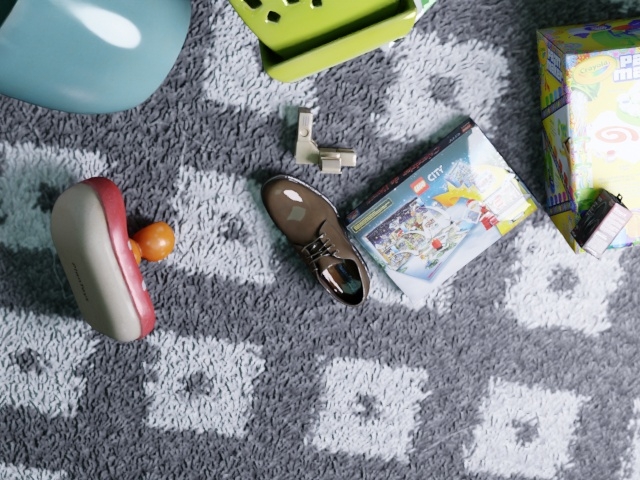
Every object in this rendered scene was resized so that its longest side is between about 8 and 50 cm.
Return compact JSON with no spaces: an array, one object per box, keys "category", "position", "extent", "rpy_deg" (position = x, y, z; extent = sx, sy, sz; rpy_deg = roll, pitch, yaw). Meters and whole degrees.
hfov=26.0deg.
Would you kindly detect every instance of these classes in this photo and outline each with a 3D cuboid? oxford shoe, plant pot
[{"category":"oxford shoe","position":[0.000,0.000,1.948],"extent":[0.083,0.096,0.227],"rpy_deg":[-38,107,10]},{"category":"plant pot","position":[-0.009,-0.331,1.675],"extent":[0.227,0.228,0.207],"rpy_deg":[-22,116,5]},{"category":"plant pot","position":[-0.306,-0.291,1.727],"extent":[0.235,0.293,0.293],"rpy_deg":[25,106,-34]}]

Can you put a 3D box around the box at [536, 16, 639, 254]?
[{"category":"box","position":[0.461,-0.155,1.890],"extent":[0.290,0.177,0.279],"rpy_deg":[-7,110,-2]}]

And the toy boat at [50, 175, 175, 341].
[{"category":"toy boat","position":[-0.271,0.016,1.923],"extent":[0.151,0.151,0.231],"rpy_deg":[-28,113,-27]}]

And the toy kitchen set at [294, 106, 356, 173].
[{"category":"toy kitchen set","position":[0.010,-0.137,1.913],"extent":[0.083,0.068,0.075],"rpy_deg":[3,109,-6]}]

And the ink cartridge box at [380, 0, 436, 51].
[{"category":"ink cartridge box","position":[0.060,-0.377,1.823],"extent":[0.208,0.087,0.153],"rpy_deg":[42,102,-17]}]

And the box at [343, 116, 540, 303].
[{"category":"box","position":[0.172,-0.041,1.975],"extent":[0.233,0.044,0.159],"rpy_deg":[-38,108,8]}]

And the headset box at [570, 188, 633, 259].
[{"category":"headset box","position":[0.367,-0.025,1.803],"extent":[0.032,0.062,0.083],"rpy_deg":[30,106,-14]}]
